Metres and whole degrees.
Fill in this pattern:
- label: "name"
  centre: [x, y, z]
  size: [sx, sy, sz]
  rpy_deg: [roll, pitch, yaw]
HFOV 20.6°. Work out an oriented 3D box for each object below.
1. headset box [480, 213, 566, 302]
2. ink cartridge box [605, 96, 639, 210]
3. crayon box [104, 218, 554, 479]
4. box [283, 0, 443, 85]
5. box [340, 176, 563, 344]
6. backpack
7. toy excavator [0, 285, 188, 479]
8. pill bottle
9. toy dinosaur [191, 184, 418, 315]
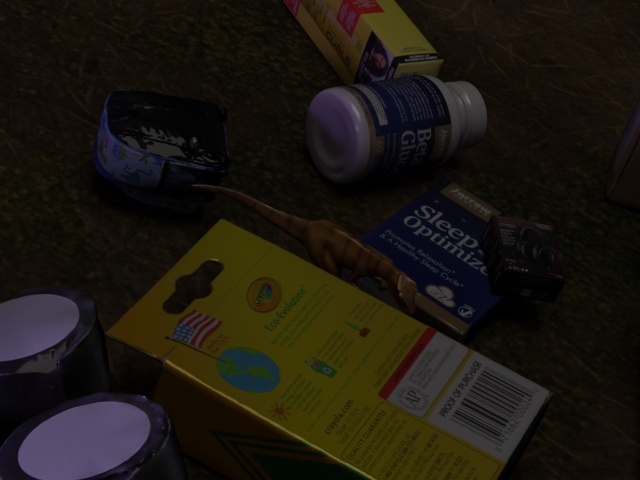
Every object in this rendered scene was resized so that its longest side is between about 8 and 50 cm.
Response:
- label: "headset box"
  centre: [0.184, 0.014, 1.606]
  size: [0.062, 0.032, 0.083]
  rpy_deg: [11, 42, -15]
- label: "ink cartridge box"
  centre: [0.420, -0.121, 1.769]
  size: [0.193, 0.234, 0.088]
  rpy_deg: [19, 37, -1]
- label: "crayon box"
  centre: [0.003, 0.123, 1.410]
  size: [0.318, 0.081, 0.202]
  rpy_deg: [29, 38, 12]
- label: "box"
  centre: [0.042, -0.222, 1.855]
  size: [0.058, 0.087, 0.232]
  rpy_deg: [-6, 45, -29]
- label: "box"
  centre: [0.128, 0.013, 1.641]
  size: [0.136, 0.036, 0.225]
  rpy_deg: [33, 38, 18]
- label: "backpack"
  centre: [-0.148, -0.080, 1.595]
  size: [0.114, 0.084, 0.105]
  rpy_deg: [13, 37, -16]
- label: "toy excavator"
  centre: [-0.265, 0.267, 1.009]
  size: [0.445, 0.222, 0.433]
  rpy_deg: [-22, 31, -15]
- label: "pill bottle"
  centre: [0.078, -0.113, 1.726]
  size: [0.169, 0.094, 0.094]
  rpy_deg: [-12, 47, -34]
- label: "toy dinosaur"
  centre: [0.000, 0.000, 1.514]
  size: [0.211, 0.112, 0.064]
  rpy_deg: [26, 69, 15]
